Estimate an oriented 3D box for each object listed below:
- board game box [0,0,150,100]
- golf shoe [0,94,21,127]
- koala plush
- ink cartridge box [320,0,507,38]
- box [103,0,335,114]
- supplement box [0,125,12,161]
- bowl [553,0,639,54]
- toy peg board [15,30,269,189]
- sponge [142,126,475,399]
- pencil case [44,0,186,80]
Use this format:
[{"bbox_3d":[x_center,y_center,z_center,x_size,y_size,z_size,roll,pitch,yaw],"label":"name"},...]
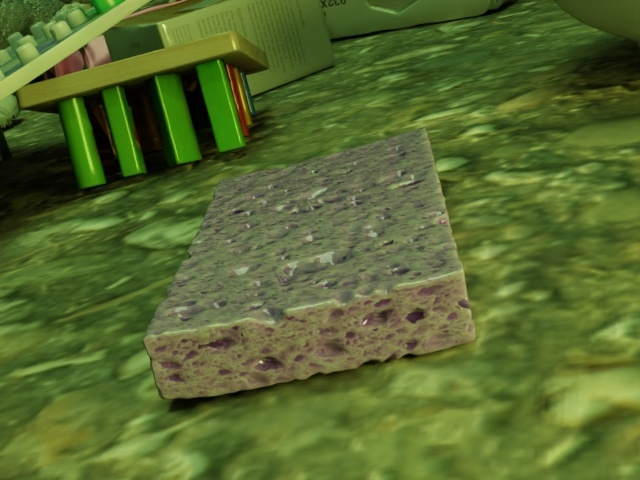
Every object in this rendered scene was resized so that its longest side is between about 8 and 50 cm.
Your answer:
[{"bbox_3d":[-0.356,-0.092,0.777,0.389,0.050,0.390,-11,27,39],"label":"board game box"},{"bbox_3d":[-0.395,-0.147,1.090,0.069,0.086,0.176,-7,18,27],"label":"golf shoe"},{"bbox_3d":[-0.427,-0.290,1.399,0.196,0.203,0.221,4,15,43],"label":"koala plush"},{"bbox_3d":[0.141,-0.344,1.168,0.223,0.129,0.307,-3,22,31],"label":"ink cartridge box"},{"bbox_3d":[-0.097,-0.185,0.960,0.170,0.091,0.130,-27,22,-30],"label":"box"},{"bbox_3d":[-0.342,-0.095,0.943,0.083,0.056,0.083,-21,19,-17],"label":"supplement box"},{"bbox_3d":[0.264,-0.189,0.628,0.297,0.134,0.298,-13,18,4],"label":"bowl"},{"bbox_3d":[-0.120,-0.093,0.768,0.161,0.079,0.160,-13,3,6],"label":"toy peg board"},{"bbox_3d":[0.000,0.000,0.448,0.117,0.031,0.210,-13,19,7],"label":"sponge"},{"bbox_3d":[-0.194,-0.204,1.076,0.209,0.098,0.095,-20,19,-13],"label":"pencil case"}]
